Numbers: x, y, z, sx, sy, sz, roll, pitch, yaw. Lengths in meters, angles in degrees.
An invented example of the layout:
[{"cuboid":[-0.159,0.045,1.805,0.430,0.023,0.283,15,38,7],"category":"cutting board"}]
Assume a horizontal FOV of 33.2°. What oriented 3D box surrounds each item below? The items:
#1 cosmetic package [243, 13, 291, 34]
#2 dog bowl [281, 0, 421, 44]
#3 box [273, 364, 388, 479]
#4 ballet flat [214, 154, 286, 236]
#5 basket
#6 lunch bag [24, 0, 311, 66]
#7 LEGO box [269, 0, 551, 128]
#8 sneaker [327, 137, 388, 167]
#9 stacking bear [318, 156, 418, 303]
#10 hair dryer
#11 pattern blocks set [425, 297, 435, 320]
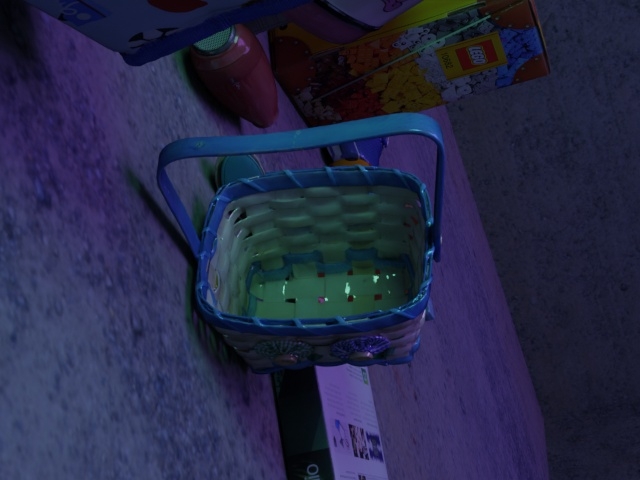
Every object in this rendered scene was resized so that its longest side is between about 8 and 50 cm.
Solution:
[{"cuboid":[-0.062,-0.353,1.453,0.239,0.099,0.060,-82,153,-58],"category":"cosmetic package"},{"cuboid":[-0.035,-0.398,1.236,0.408,0.150,0.408,39,22,-19],"category":"dog bowl"},{"cuboid":[0.026,0.283,1.234,0.232,0.059,0.321,39,37,-66],"category":"box"},{"cuboid":[-0.083,-0.051,1.197,0.052,0.057,0.168,50,-11,45],"category":"ballet flat"},{"cuboid":[0.000,0.000,1.028,0.289,0.255,0.201,76,12,-45],"category":"basket"},{"cuboid":[-0.173,-0.360,0.722,0.328,0.239,0.385,21,60,-58],"category":"lunch bag"},{"cuboid":[0.111,-0.452,1.653,0.193,0.373,0.500,52,27,-57],"category":"LEGO box"},{"cuboid":[0.095,-0.239,1.755,0.127,0.182,0.315,58,22,-45],"category":"sneaker"},{"cuboid":[0.041,-0.020,1.409,0.289,0.176,0.164,-92,178,-68],"category":"stacking bear"},{"cuboid":[-0.108,-0.257,1.224,0.223,0.080,0.293,-80,153,-62],"category":"hair dryer"},{"cuboid":[0.160,0.025,2.041,0.325,0.026,0.285,37,40,-67],"category":"pattern blocks set"}]
